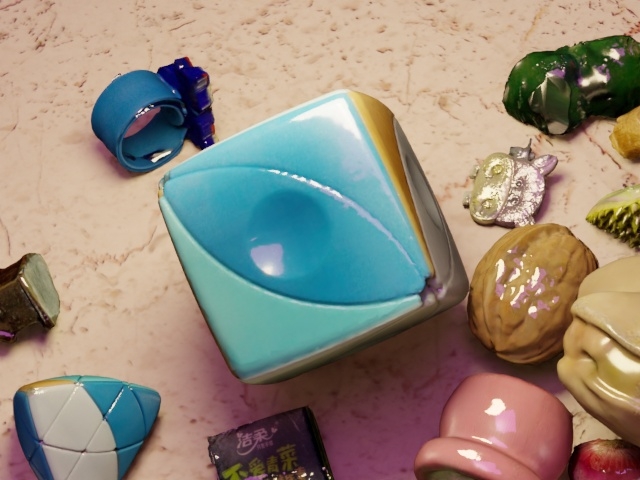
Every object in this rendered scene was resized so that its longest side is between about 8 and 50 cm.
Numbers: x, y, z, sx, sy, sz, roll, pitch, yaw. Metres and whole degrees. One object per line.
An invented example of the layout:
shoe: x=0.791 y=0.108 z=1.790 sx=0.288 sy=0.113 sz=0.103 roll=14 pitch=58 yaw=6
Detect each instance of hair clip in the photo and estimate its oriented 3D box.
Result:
hair clip: x=0.326 y=-0.097 z=2.147 sx=0.146 sy=0.056 sz=0.187 roll=12 pitch=63 yaw=23

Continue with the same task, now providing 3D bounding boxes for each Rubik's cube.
Rubik's cube: x=0.000 y=0.000 z=1.876 sx=0.351 sy=0.347 sz=0.352 roll=-27 pitch=81 yaw=12
Rubik's cube: x=-0.415 y=0.266 z=1.932 sx=0.254 sy=0.254 sz=0.254 roll=-4 pitch=57 yaw=6

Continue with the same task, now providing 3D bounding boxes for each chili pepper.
chili pepper: x=0.448 y=-0.273 z=2.193 sx=0.264 sy=0.148 sz=0.116 roll=-6 pitch=21 yaw=14

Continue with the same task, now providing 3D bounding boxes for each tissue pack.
tissue pack: x=-0.061 y=0.384 z=1.885 sx=0.173 sy=0.073 sz=0.235 roll=-18 pitch=56 yaw=-3

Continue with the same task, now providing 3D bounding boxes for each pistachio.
pistachio: x=0.520 y=0.158 z=1.765 sx=0.445 sy=0.281 sz=0.365 roll=-5 pitch=28 yaw=-47

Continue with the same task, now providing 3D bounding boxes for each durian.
durian: x=0.617 y=-0.078 z=2.037 sx=0.352 sy=0.158 sz=0.169 roll=-17 pitch=44 yaw=2

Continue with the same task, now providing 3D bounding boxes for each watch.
watch: x=-0.304 y=-0.226 z=2.245 sx=0.200 sy=0.196 sz=0.171 roll=-30 pitch=48 yaw=-19

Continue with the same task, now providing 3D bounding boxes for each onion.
onion: x=0.437 y=0.358 z=1.812 sx=0.150 sy=0.150 sz=0.140 roll=-7 pitch=95 yaw=4

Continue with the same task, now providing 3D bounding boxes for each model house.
model house: x=-0.536 y=0.104 z=2.133 sx=0.152 sy=0.106 sz=0.165 roll=-26 pitch=21 yaw=5

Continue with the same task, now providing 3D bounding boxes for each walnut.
walnut: x=0.332 y=0.081 z=1.954 sx=0.198 sy=0.198 sz=0.245 roll=25 pitch=74 yaw=22

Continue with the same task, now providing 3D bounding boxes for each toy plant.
toy plant: x=0.238 y=0.369 z=1.747 sx=0.317 sy=0.210 sz=0.356 roll=-4 pitch=44 yaw=47

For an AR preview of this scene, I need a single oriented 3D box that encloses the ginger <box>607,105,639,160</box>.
ginger: x=0.684 y=-0.195 z=2.062 sx=0.375 sy=0.236 sz=0.166 roll=-19 pitch=99 yaw=3
